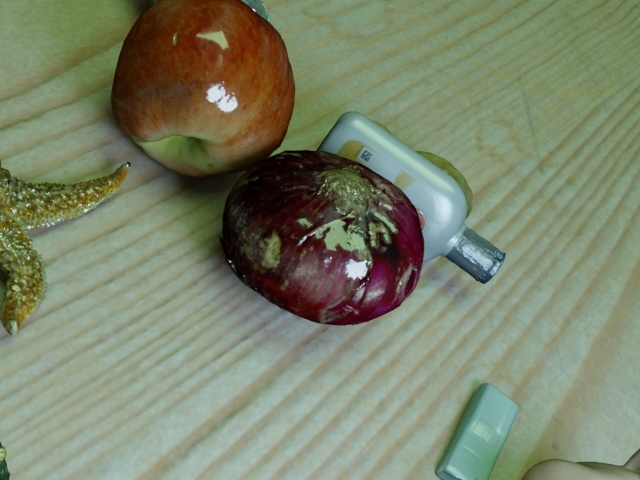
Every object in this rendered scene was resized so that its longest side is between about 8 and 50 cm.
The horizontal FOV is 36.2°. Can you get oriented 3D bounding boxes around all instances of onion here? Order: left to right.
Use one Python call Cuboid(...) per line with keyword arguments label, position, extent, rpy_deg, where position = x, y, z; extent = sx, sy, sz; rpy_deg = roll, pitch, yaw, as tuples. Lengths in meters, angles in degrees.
Cuboid(label="onion", position=(0.000, 0.000, 1.161), extent=(0.246, 0.190, 0.246), rpy_deg=(18, 26, -9))

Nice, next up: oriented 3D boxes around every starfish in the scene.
Cuboid(label="starfish", position=(-0.379, -0.077, 1.045), extent=(0.293, 0.084, 0.301), rpy_deg=(32, 45, -8))

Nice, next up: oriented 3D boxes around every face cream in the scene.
Cuboid(label="face cream", position=(0.116, -0.043, 1.317), extent=(0.291, 0.144, 0.071), rpy_deg=(36, 25, -4))

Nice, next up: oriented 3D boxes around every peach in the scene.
Cuboid(label="peach", position=(-0.141, -0.210, 1.226), extent=(0.232, 0.232, 0.256), rpy_deg=(25, 60, -14))

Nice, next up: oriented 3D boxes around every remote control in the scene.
Cuboid(label="remote control", position=(0.195, 0.241, 1.192), extent=(0.061, 0.029, 0.162), rpy_deg=(37, 41, 2))

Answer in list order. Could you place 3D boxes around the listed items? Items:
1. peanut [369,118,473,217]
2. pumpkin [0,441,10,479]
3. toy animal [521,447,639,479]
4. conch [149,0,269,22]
Cuboid(label="peanut", position=(0.115, -0.096, 1.397), extent=(0.229, 0.098, 0.103), rpy_deg=(30, 0, -9))
Cuboid(label="pumpkin", position=(-0.342, 0.192, 0.774), extent=(0.190, 0.146, 0.190), rpy_deg=(11, 67, -27))
Cuboid(label="toy animal", position=(0.254, 0.340, 1.042), extent=(0.213, 0.195, 0.256), rpy_deg=(11, 33, 20))
Cuboid(label="conch", position=(-0.163, -0.390, 1.426), extent=(0.220, 0.195, 0.277), rpy_deg=(29, 14, -40))
